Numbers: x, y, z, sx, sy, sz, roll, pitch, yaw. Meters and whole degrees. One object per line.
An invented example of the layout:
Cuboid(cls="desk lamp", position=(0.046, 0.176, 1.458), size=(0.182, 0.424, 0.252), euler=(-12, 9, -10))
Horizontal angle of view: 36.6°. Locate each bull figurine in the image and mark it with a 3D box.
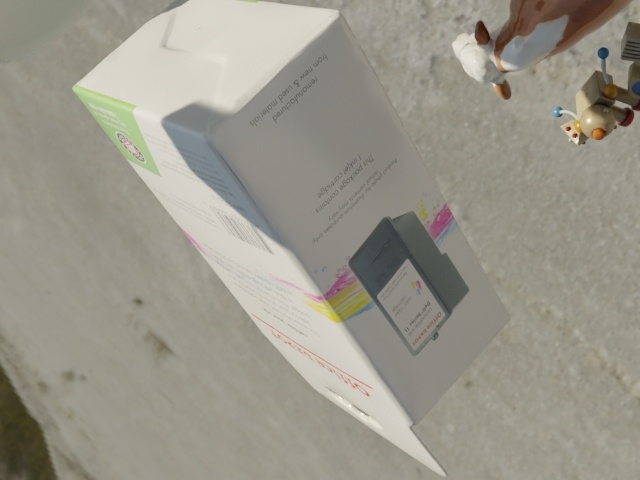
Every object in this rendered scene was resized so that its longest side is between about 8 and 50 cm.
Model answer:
Cuboid(cls="bull figurine", position=(0.273, -0.280, 1.033), size=(0.101, 0.188, 0.310), euler=(39, 144, -15))

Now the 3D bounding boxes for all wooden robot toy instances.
Cuboid(cls="wooden robot toy", position=(0.301, -0.136, 1.002), size=(0.076, 0.079, 0.173), euler=(21, 141, -7))

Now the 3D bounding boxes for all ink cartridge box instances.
Cuboid(cls="ink cartridge box", position=(0.000, 0.000, 0.713), size=(0.207, 0.119, 0.353), euler=(25, 154, 51))

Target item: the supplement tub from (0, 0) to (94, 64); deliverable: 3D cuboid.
Cuboid(cls="supplement tub", position=(-0.337, -0.306, 0.765), size=(0.324, 0.235, 0.235), euler=(34, 156, 26))
